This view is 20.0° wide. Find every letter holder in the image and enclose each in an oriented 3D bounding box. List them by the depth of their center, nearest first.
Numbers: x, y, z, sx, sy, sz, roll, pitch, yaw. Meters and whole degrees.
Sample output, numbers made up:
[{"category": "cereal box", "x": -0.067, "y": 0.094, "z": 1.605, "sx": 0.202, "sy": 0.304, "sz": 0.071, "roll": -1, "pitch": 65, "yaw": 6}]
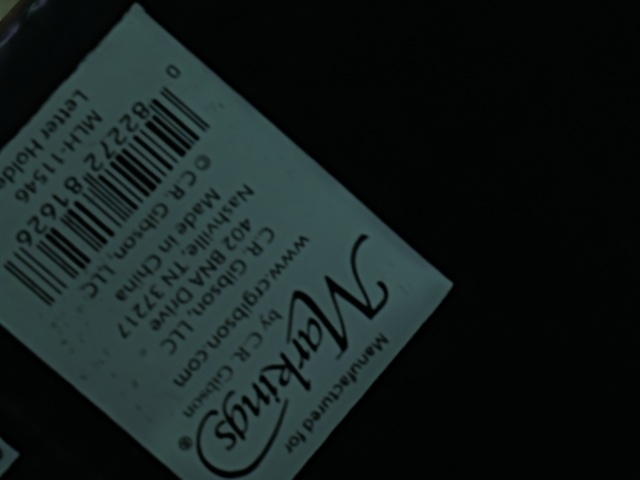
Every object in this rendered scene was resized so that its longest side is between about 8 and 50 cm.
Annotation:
[{"category": "letter holder", "x": 0.000, "y": 0.000, "z": 0.429, "sx": 0.302, "sy": 0.152, "sz": 0.214, "roll": -50, "pitch": 4, "yaw": -11}]

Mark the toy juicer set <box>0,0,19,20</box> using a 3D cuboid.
[{"category": "toy juicer set", "x": -0.101, "y": -0.077, "z": 0.486, "sx": 0.209, "sy": 0.329, "sz": 0.089, "roll": -22, "pitch": -8, "yaw": -37}]
